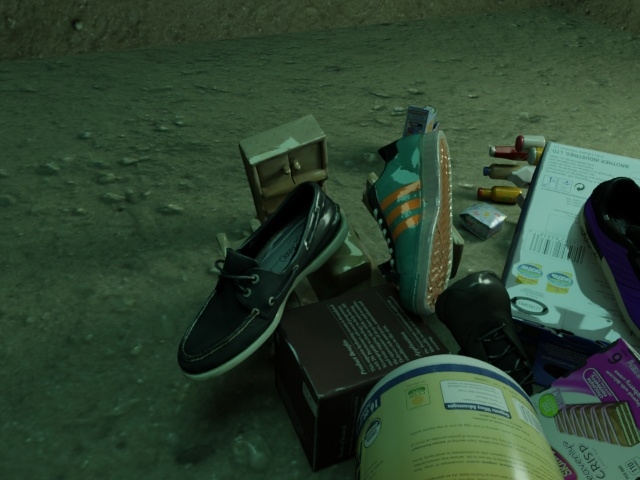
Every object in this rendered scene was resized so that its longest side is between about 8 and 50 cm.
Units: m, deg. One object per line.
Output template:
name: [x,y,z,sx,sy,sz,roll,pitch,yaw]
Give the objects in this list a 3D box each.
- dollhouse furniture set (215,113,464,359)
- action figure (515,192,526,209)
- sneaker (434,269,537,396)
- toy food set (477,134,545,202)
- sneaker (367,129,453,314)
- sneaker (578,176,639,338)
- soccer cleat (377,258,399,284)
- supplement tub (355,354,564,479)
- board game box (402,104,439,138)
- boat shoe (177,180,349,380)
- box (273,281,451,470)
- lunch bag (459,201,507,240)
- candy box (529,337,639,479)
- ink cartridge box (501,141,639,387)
dollhouse furniture set: [0.000,0.000,1.018,0.362,0.256,0.394,-23,59,-10]
action figure: [0.568,0.000,1.087,0.342,0.178,0.330,-3,40,18]
sneaker: [0.251,0.155,0.758,0.109,0.286,0.130,-29,41,2]
toy food set: [0.447,-0.174,1.253,0.105,0.232,0.111,4,74,4]
sneaker: [0.133,-0.028,0.823,0.121,0.108,0.302,-6,61,28]
sneaker: [0.465,0.035,0.740,0.102,0.146,0.293,-24,64,2]
soccer cleat: [0.164,0.045,1.072,0.179,0.072,0.060,-17,41,-24]
supplement tub: [0.147,0.296,0.551,0.229,0.228,0.316,5,24,3]
board game box: [0.267,-0.277,1.413,0.060,0.194,0.194,20,40,22]
boat shoe: [-0.090,0.041,0.760,0.340,0.113,0.127,-44,43,-22]
box: [0.053,0.193,0.788,0.203,0.167,0.168,-13,39,-19]
lunch bag: [0.372,-0.048,1.230,0.071,0.053,0.083,-30,57,-33]
candy box: [0.343,0.258,0.677,0.071,0.233,0.159,33,23,-30]
ink cartridge box: [0.453,0.057,0.893,0.270,0.151,0.395,17,71,19]
